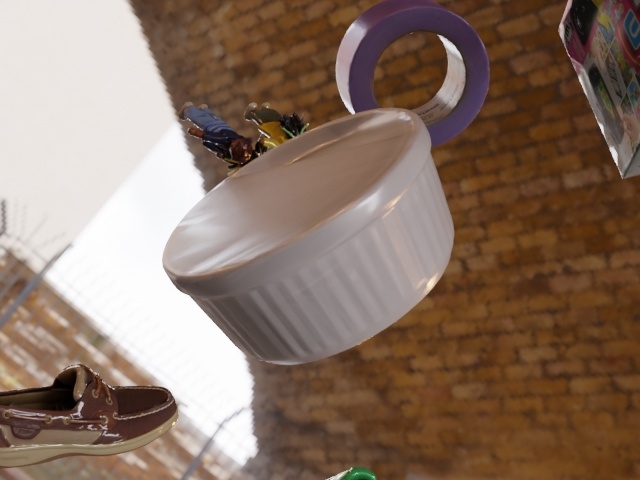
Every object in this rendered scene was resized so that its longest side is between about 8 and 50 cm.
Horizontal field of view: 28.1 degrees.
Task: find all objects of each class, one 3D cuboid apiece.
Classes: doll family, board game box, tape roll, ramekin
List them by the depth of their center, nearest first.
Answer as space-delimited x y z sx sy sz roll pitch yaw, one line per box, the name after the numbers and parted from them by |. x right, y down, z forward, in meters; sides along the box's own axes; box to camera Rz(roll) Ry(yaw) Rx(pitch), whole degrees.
0.000 0.000 1.185 0.273 0.273 0.127 0 -53 53 | ramekin
0.364 -0.242 1.375 0.303 0.097 0.224 98 -23 -61 | board game box
-0.069 -0.108 1.420 0.111 0.193 0.076 46 -47 40 | doll family
0.120 -0.219 1.673 0.189 0.189 0.080 48 4 -24 | tape roll

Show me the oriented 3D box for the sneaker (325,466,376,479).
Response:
0.028 0.404 1.538 0.109 0.296 0.123 13 -42 -18 | sneaker

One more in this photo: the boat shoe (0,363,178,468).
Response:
-0.365 0.251 1.945 0.123 0.342 0.123 32 -60 50 | boat shoe
